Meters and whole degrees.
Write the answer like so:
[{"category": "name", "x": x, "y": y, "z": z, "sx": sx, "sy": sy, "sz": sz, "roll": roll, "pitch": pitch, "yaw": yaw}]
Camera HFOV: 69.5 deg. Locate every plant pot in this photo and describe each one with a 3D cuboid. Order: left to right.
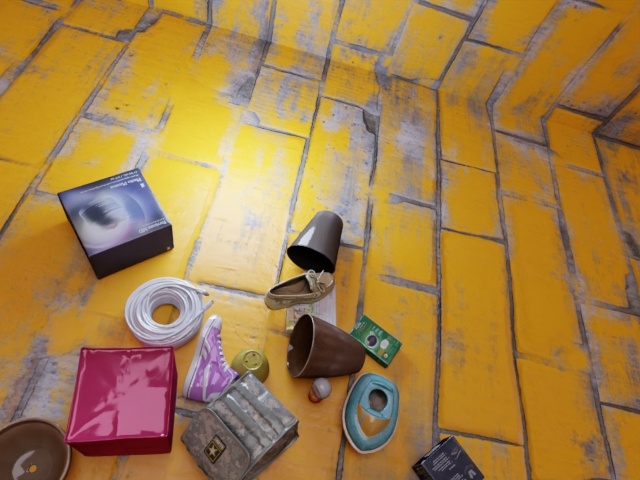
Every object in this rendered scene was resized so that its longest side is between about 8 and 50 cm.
[{"category": "plant pot", "x": -0.803, "y": 0.618, "z": 1.262, "sx": 0.237, "sy": 0.110, "sz": 0.237, "roll": 7, "pitch": 56, "yaw": -11}, {"category": "plant pot", "x": -0.232, "y": 0.417, "z": 1.550, "sx": 0.134, "sy": 0.095, "sz": 0.134, "roll": 7, "pitch": 57, "yaw": -11}, {"category": "plant pot", "x": 0.031, "y": 0.385, "z": 1.595, "sx": 0.230, "sy": 0.215, "sz": 0.215, "roll": 18, "pitch": 54, "yaw": -21}]

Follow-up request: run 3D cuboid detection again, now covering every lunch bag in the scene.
[{"category": "lunch bag", "x": -0.245, "y": 0.581, "z": 1.382, "sx": 0.235, "sy": 0.169, "sz": 0.287, "roll": 37, "pitch": 56, "yaw": 28}]

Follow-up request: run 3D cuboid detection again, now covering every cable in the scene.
[{"category": "cable", "x": -0.531, "y": 0.247, "z": 1.588, "sx": 0.257, "sy": 0.089, "sz": 0.257, "roll": 28, "pitch": 56, "yaw": 5}]

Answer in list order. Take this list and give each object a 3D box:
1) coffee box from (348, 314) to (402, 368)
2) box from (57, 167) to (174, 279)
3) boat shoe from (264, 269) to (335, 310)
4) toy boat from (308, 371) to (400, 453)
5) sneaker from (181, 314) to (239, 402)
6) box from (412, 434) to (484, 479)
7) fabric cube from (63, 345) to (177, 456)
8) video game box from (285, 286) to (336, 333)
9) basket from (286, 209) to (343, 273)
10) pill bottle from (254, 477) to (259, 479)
[{"category": "coffee box", "x": 0.201, "y": 0.375, "z": 1.725, "sx": 0.184, "sy": 0.040, "sz": 0.113, "roll": 36, "pitch": 56, "yaw": 9}, {"category": "box", "x": -0.735, "y": -0.069, "z": 1.683, "sx": 0.296, "sy": 0.183, "sz": 0.294, "roll": -26, "pitch": 69, "yaw": -27}, {"category": "boat shoe", "x": -0.066, "y": 0.177, "z": 1.697, "sx": 0.285, "sy": 0.089, "sz": 0.104, "roll": -19, "pitch": 63, "yaw": -24}, {"category": "toy boat", "x": 0.112, "y": 0.544, "z": 1.526, "sx": 0.318, "sy": 0.148, "sz": 0.267, "roll": 20, "pitch": 55, "yaw": -2}, {"category": "sneaker", "x": -0.335, "y": 0.393, "z": 1.529, "sx": 0.161, "sy": 0.102, "sz": 0.282, "roll": 10, "pitch": 67, "yaw": 5}, {"category": "box", "x": 0.414, "y": 0.755, "z": 1.503, "sx": 0.156, "sy": 0.093, "sz": 0.158, "roll": -26, "pitch": 67, "yaw": -28}, {"category": "fabric cube", "x": -0.557, "y": 0.468, "z": 1.335, "sx": 0.259, "sy": 0.258, "sz": 0.254, "roll": 3, "pitch": 58, "yaw": -13}, {"category": "video game box", "x": -0.036, "y": 0.254, "z": 1.737, "sx": 0.187, "sy": 0.048, "sz": 0.205, "roll": 8, "pitch": 56, "yaw": -12}, {"category": "basket", "x": 0.000, "y": 0.000, "z": 1.853, "sx": 0.204, "sy": 0.154, "sz": 0.227, "roll": 25, "pitch": 52, "yaw": 1}, {"category": "pill bottle", "x": -0.219, "y": 0.712, "z": 1.394, "sx": 0.043, "sy": 0.043, "sz": 0.083, "roll": -28, "pitch": 69, "yaw": -28}]
